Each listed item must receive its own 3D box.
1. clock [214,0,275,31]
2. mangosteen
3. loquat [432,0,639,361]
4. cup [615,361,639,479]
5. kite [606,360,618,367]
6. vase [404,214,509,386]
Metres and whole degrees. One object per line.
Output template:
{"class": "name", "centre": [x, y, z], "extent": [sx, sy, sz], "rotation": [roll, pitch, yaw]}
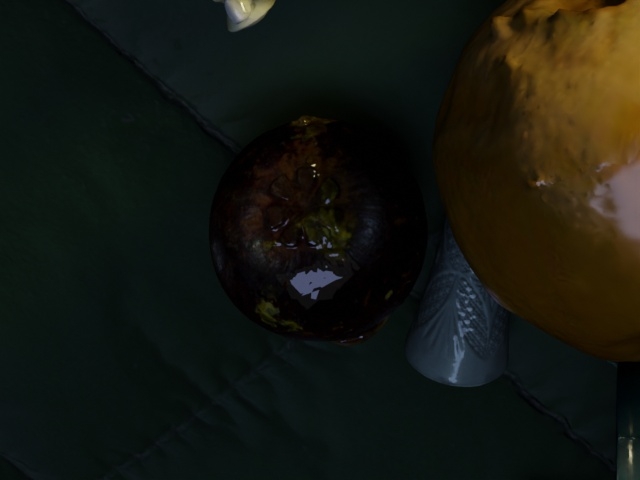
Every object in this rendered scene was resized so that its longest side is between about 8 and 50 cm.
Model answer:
{"class": "clock", "centre": [-0.060, -0.318, 1.280], "extent": [0.379, 0.120, 0.276], "rotation": [38, 115, -10]}
{"class": "mangosteen", "centre": [0.000, 0.000, 1.467], "extent": [0.192, 0.192, 0.217], "rotation": [7, 164, 7]}
{"class": "loquat", "centre": [0.246, -0.062, 1.265], "extent": [0.328, 0.328, 0.328], "rotation": [6, 126, 8]}
{"class": "cup", "centre": [0.408, 0.238, 1.479], "extent": [0.292, 0.242, 0.308], "rotation": [-2, 123, 12]}
{"class": "kite", "centre": [0.398, 0.068, 1.513], "extent": [0.406, 0.014, 0.368], "rotation": [-7, 124, 18]}
{"class": "vase", "centre": [0.136, 0.015, 1.488], "extent": [0.096, 0.096, 0.219], "rotation": [11, 123, 4]}
